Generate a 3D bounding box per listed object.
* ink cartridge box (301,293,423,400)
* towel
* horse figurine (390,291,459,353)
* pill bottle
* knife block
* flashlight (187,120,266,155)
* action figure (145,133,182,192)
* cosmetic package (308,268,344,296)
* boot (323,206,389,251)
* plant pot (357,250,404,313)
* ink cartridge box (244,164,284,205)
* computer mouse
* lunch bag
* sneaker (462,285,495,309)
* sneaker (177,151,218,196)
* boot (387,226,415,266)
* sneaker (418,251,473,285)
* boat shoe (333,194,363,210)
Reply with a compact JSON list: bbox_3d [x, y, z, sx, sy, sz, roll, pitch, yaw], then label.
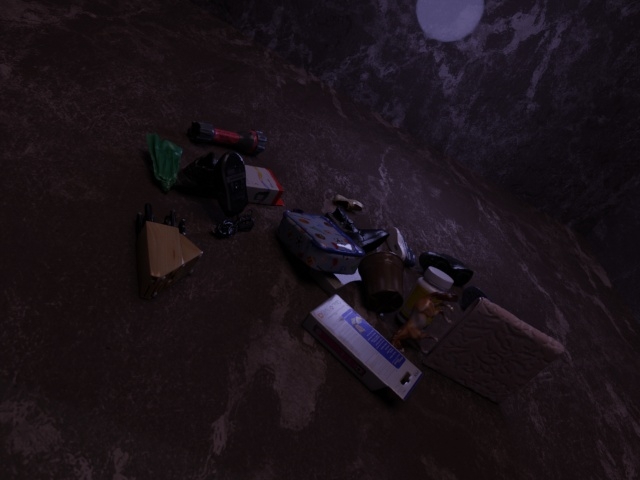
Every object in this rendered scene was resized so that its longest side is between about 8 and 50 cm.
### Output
[{"bbox_3d":[0.128,0.326,1.705,0.371,0.069,0.176,40,29,13],"label":"ink cartridge box"},{"bbox_3d":[0.551,0.362,1.828,0.332,0.317,0.053,30,31,-11],"label":"towel"},{"bbox_3d":[0.345,0.267,1.865,0.174,0.263,0.066,29,4,-22],"label":"horse figurine"},{"bbox_3d":[0.362,0.202,1.954,0.119,0.208,0.119,27,15,-8],"label":"pill bottle"},{"bbox_3d":[-0.460,0.010,1.543,0.242,0.088,0.276,38,30,7],"label":"knife block"},{"bbox_3d":[-0.361,-0.407,2.233,0.304,0.103,0.103,4,45,-44],"label":"flashlight"},{"bbox_3d":[-0.519,-0.246,1.878,0.137,0.063,0.232,15,42,-33],"label":"action figure"},{"bbox_3d":[0.019,0.129,1.900,0.115,0.041,0.060,47,30,20],"label":"cosmetic package"},{"bbox_3d":[0.140,-0.052,2.230,0.246,0.094,0.207,-19,63,-48],"label":"boot"},{"bbox_3d":[0.219,0.153,1.963,0.167,0.167,0.165,22,39,-22],"label":"plant pot"},{"bbox_3d":[-0.232,-0.205,2.093,0.231,0.078,0.134,3,43,-44],"label":"ink cartridge box"},{"bbox_3d":[-0.300,-0.155,1.838,0.072,0.272,0.188,5,14,31],"label":"computer mouse"},{"bbox_3d":[0.000,0.000,1.948,0.243,0.115,0.303,7,26,-36],"label":"lunch bag"},{"bbox_3d":[0.689,0.321,2.264,0.131,0.112,0.319,22,30,-55],"label":"sneaker"},{"bbox_3d":[-0.359,-0.221,1.912,0.227,0.130,0.087,19,39,-57],"label":"sneaker"},{"bbox_3d":[0.337,0.031,2.352,0.086,0.069,0.190,25,38,-30],"label":"boot"},{"bbox_3d":[0.513,0.104,2.399,0.286,0.109,0.130,23,21,-33],"label":"sneaker"},{"bbox_3d":[0.117,-0.150,2.402,0.135,0.050,0.045,18,36,-9],"label":"boat shoe"}]
